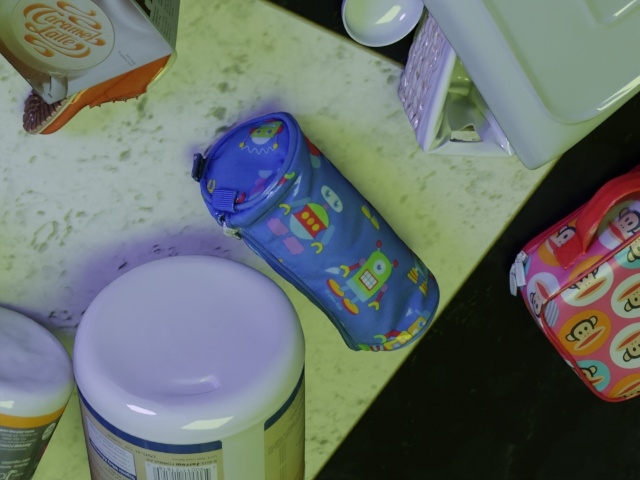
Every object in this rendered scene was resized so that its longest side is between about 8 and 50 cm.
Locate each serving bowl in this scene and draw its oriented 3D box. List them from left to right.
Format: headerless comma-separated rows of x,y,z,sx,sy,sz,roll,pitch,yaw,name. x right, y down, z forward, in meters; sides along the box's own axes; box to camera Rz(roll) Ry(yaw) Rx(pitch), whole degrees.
0.057,-0.230,1.685,0.083,0.027,0.083,-11,128,-15,serving bowl

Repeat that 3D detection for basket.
0.153,-0.178,1.715,0.113,0.103,0.167,1,124,-23,basket

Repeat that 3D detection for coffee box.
-0.244,-0.247,1.476,0.141,0.098,0.246,-19,135,22,coffee box

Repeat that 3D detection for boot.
-0.206,-0.144,1.627,0.158,0.059,0.084,-41,135,10,boot

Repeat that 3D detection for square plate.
0.271,-0.265,1.606,0.347,0.049,0.344,-37,130,1,square plate

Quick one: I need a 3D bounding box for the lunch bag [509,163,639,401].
0.368,0.023,1.945,0.293,0.120,0.258,-36,130,7,lunch bag

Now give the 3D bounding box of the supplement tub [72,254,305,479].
-0.129,0.193,1.787,0.228,0.228,0.316,-13,139,-13,supplement tub

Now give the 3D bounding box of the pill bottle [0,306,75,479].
-0.369,0.214,1.764,0.162,0.162,0.278,12,120,-29,pill bottle

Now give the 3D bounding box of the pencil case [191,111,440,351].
0.000,0.000,1.775,0.133,0.119,0.306,-56,131,-13,pencil case
